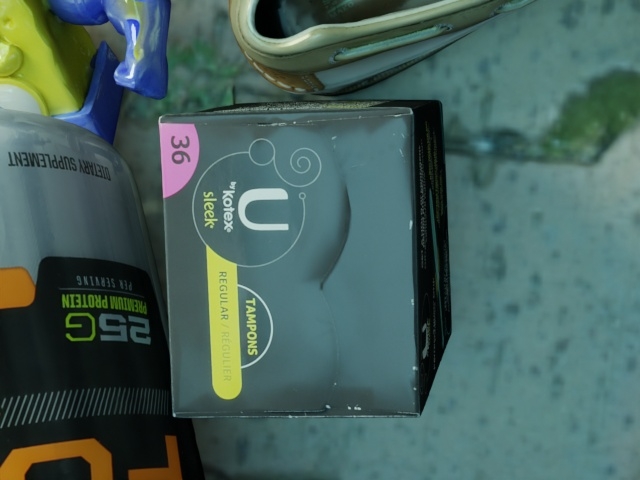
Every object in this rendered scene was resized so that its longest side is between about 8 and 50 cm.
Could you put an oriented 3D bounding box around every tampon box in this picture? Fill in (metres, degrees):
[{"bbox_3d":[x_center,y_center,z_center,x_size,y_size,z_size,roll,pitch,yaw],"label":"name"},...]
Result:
[{"bbox_3d":[0.000,0.000,0.570,0.101,0.161,0.121,-1,97,10],"label":"tampon box"}]

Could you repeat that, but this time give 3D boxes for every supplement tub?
[{"bbox_3d":[-0.145,0.134,0.537,0.207,0.207,0.338,-18,74,11],"label":"supplement tub"}]

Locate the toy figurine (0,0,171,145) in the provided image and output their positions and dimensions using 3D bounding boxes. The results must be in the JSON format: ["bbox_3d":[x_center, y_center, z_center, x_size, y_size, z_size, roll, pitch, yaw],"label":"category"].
[{"bbox_3d":[-0.133,-0.123,0.616,0.362,0.191,0.217,-10,125,9],"label":"toy figurine"}]

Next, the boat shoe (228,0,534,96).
[{"bbox_3d":[0.095,-0.157,0.562,0.302,0.103,0.113,-35,91,12],"label":"boat shoe"}]
